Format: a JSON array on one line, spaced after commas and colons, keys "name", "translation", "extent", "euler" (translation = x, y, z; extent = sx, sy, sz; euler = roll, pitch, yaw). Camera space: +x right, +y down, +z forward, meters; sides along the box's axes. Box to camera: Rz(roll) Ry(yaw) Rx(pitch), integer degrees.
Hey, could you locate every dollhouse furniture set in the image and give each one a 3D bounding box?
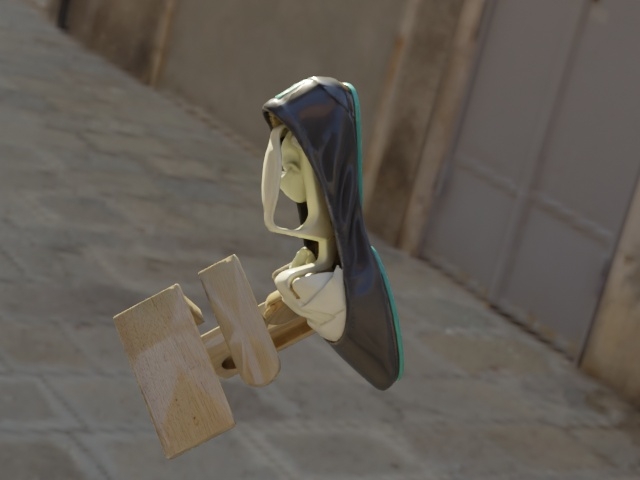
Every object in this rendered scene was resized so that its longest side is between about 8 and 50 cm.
[{"name": "dollhouse furniture set", "translation": [-0.051, 0.102, 1.143], "extent": [0.123, 0.144, 0.151], "euler": [65, 7, 27]}]

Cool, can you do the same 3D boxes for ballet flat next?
[{"name": "ballet flat", "translation": [0.000, 0.000, 0.912], "extent": [0.074, 0.203, 0.074], "euler": [-10, 5, 1]}]
